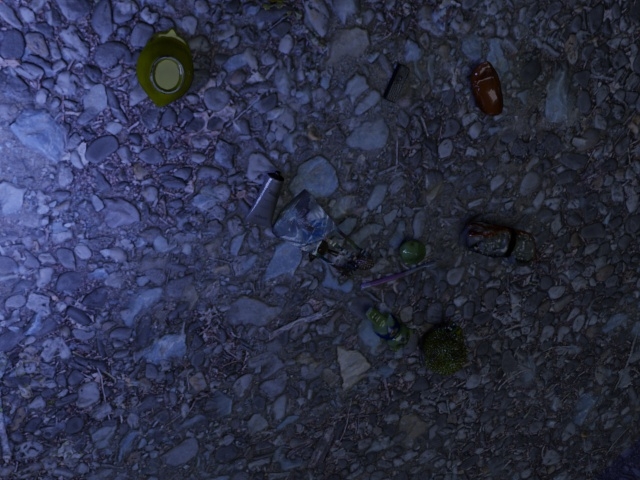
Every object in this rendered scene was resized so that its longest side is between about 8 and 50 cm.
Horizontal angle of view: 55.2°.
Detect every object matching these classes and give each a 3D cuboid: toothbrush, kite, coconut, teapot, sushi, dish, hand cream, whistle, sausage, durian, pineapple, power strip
[{"bbox_3d":[0.274,0.122,2.118,0.286,0.020,0.025,-16,125,-12],"label":"toothbrush"},{"bbox_3d":[0.000,0.000,1.890,0.310,0.015,0.169,42,90,-1],"label":"kite"},{"bbox_3d":[0.309,0.038,2.049,0.087,0.096,0.088,-2,98,-13],"label":"coconut"},{"bbox_3d":[0.002,0.031,1.943,0.110,0.080,0.085,21,105,-27],"label":"teapot"},{"bbox_3d":[0.627,0.012,2.133,0.331,0.124,0.130,11,99,-22],"label":"sushi"},{"bbox_3d":[-0.397,-0.439,1.584,0.148,0.080,0.208,4,114,-22],"label":"dish"},{"bbox_3d":[-0.159,-0.126,1.835,0.087,0.054,0.186,14,115,-20],"label":"hand cream"},{"bbox_3d":[0.240,0.307,2.155,0.105,0.085,0.227,-49,120,-4],"label":"whistle"},{"bbox_3d":[0.516,-0.469,1.897,0.089,0.089,0.179,-26,116,-6],"label":"sausage"},{"bbox_3d":[0.458,0.397,2.239,0.146,0.159,0.198,20,73,-36],"label":"durian"},{"bbox_3d":[0.113,0.082,2.025,0.124,0.058,0.058,-16,118,-6],"label":"pineapple"},{"bbox_3d":[0.226,-0.467,1.819,0.037,0.029,0.111,15,108,-25],"label":"power strip"}]
